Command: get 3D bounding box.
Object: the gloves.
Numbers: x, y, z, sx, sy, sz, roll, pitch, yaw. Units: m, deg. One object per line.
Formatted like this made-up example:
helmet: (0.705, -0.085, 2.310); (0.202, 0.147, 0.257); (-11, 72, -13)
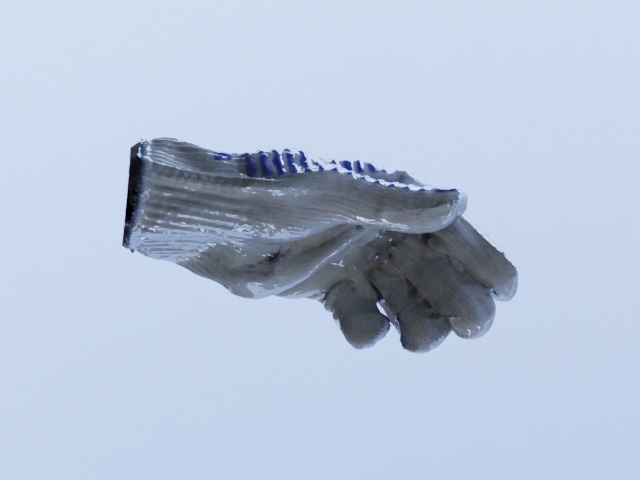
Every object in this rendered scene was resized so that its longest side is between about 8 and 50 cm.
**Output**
gloves: (-0.002, -0.005, 1.029); (0.229, 0.119, 0.097); (21, -126, 4)
